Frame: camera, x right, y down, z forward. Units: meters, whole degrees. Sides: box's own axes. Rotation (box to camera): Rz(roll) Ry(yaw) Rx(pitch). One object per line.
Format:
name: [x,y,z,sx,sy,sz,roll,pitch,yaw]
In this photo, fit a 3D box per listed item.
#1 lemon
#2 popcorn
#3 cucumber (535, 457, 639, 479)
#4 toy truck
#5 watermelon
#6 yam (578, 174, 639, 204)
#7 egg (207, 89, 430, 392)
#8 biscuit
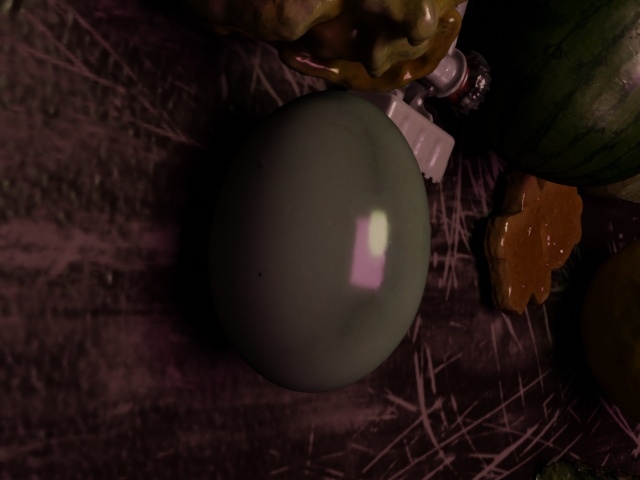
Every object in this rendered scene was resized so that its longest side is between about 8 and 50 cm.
lemon: [0.453,0.121,1.323,0.320,0.245,0.245,45,60,-55]
popcorn: [-0.005,-0.220,0.732,0.259,0.212,0.259,-178,-90,-89]
cucumber: [0.396,0.352,1.400,0.359,0.096,0.096,22,77,-49]
toy truck: [0.087,-0.199,0.928,0.136,0.111,0.285,26,76,-47]
watermelon: [0.261,-0.170,1.044,0.242,0.242,0.242,-9,102,-50]
yam: [0.353,-0.103,1.281,0.259,0.106,0.106,45,61,-42]
egg: [0.000,0.000,0.799,0.168,0.168,0.230,12,84,-51]
biscuit: [0.246,-0.011,1.212,0.225,0.036,0.166,-43,127,-43]
